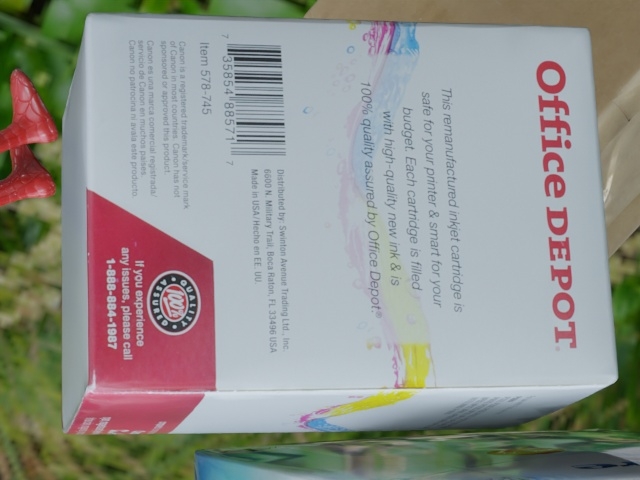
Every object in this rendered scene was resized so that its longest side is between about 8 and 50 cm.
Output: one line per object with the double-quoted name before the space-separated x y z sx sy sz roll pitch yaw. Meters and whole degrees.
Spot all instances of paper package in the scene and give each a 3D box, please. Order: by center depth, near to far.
"paper package" 0.193 -0.180 1.593 0.325 0.309 0.168 44 -176 36

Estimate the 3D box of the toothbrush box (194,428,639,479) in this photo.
"toothbrush box" 0.084 0.147 0.753 0.216 0.126 0.295 -1 178 -16

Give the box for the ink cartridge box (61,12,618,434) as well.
"ink cartridge box" 0.000 0.000 0.648 0.176 0.128 0.127 1 167 -11

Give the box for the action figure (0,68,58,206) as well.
"action figure" -0.297 -0.036 0.982 0.139 0.280 0.091 52 152 25
